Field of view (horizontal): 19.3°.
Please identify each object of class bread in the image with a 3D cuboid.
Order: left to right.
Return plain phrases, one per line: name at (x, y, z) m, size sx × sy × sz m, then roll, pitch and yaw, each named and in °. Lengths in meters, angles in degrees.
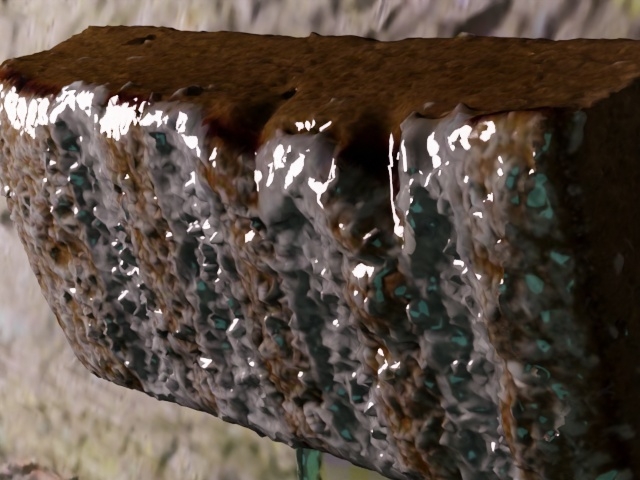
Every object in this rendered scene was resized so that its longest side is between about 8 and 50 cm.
bread at (0.000, 0.000, 0.769) m, size 0.416 × 0.113 × 0.165 m, roll 10°, pitch 121°, yaw 54°

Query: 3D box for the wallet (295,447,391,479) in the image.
wallet at (0.136, 0.187, 0.840) m, size 0.309 × 0.077 × 0.223 m, roll 3°, pitch 100°, yaw 39°
